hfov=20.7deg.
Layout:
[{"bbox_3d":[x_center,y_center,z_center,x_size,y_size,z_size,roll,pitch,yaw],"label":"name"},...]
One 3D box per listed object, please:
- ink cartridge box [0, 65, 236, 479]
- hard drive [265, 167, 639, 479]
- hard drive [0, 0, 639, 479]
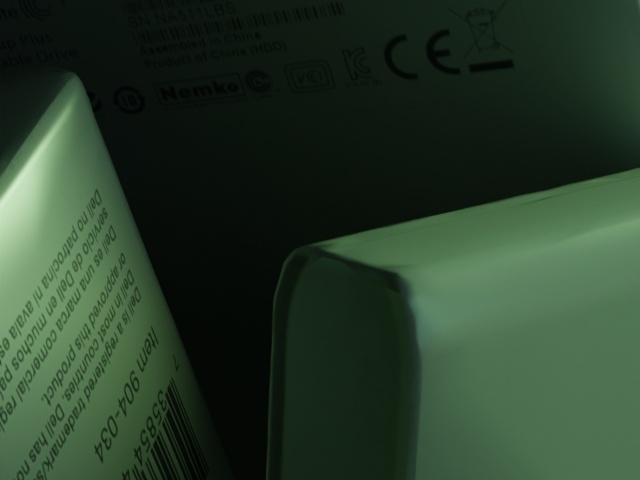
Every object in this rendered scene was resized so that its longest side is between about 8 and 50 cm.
[{"bbox_3d":[-0.088,0.132,0.375,0.198,0.114,0.273,-65,145,-51],"label":"ink cartridge box"},{"bbox_3d":[0.109,0.076,0.455,0.307,0.040,0.203,-13,112,-43],"label":"hard drive"},{"bbox_3d":[0.000,0.000,0.494,0.040,0.210,0.319,-68,147,-50],"label":"hard drive"}]
